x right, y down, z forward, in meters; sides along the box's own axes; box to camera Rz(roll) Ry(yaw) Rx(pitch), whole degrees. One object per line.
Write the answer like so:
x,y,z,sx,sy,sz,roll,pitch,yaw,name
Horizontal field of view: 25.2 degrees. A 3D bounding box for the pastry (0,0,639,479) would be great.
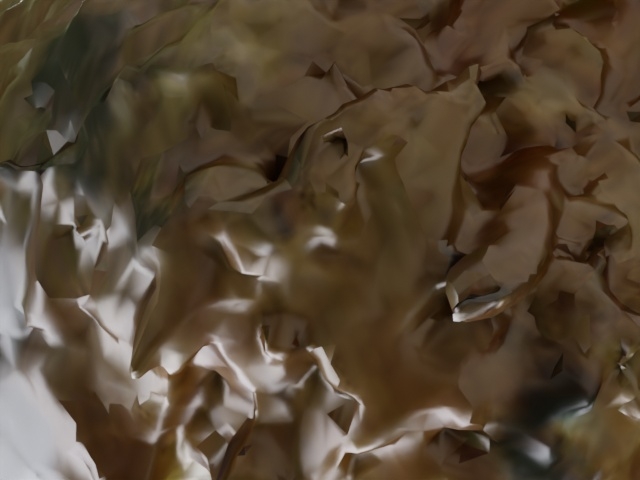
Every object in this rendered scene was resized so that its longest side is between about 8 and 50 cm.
0.006,0.003,0.529,0.292,0.405,0.337,63,-158,-18,pastry
